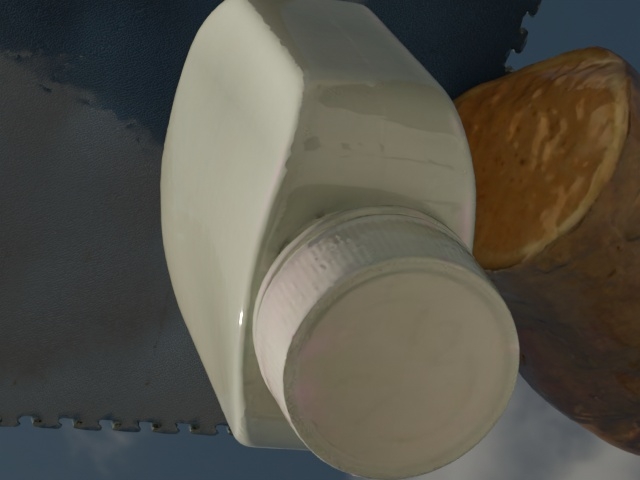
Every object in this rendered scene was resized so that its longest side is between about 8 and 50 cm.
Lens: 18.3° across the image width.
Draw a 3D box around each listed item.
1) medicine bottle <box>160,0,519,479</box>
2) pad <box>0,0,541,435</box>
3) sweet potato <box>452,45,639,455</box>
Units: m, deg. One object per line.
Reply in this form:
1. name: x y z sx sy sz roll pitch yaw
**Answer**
1. medicine bottle: 0.000 0.000 0.593 0.069 0.183 0.119 7 -70 -16
2. pad: -0.048 -0.021 0.928 0.269 0.012 0.269 7 -64 -24
3. sweet potato: 0.169 0.048 0.987 0.131 0.131 0.336 -51 -50 -12
